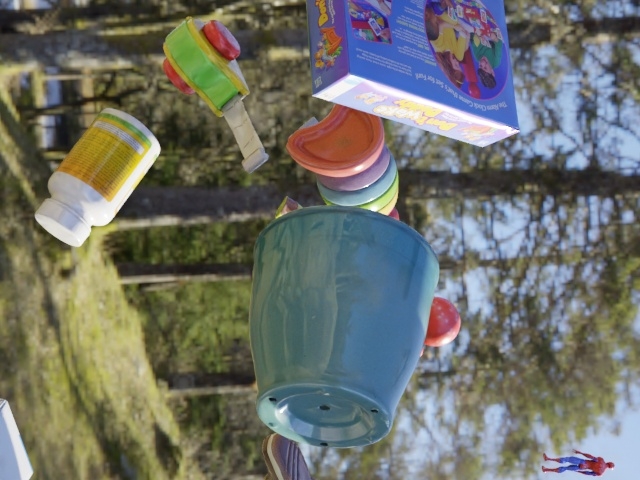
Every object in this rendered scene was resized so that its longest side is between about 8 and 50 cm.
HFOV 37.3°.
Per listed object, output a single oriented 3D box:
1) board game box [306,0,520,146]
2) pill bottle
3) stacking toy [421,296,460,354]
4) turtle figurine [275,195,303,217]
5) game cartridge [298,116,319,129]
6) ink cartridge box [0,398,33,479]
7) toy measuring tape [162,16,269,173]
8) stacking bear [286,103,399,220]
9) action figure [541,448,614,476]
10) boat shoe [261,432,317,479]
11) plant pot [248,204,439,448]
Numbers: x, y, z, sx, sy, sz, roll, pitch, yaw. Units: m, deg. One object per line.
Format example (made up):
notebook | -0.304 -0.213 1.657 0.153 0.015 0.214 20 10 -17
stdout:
board game box | 0.137 -0.288 1.371 0.078 0.347 0.234 -22 -115 47
pill bottle | -0.421 -0.115 1.774 0.246 0.136 0.136 -58 172 -23
stacking toy | 0.098 0.197 1.715 0.141 0.330 0.141 58 9 -15
turtle figurine | 0.000 0.000 2.140 0.087 0.217 0.270 -34 -142 57
game cartridge | -0.012 -0.246 2.258 0.083 0.056 0.017 51 2 -9
ink cartridge box | -0.492 0.272 1.236 0.082 0.190 0.140 -69 158 -53
toy measuring tape | -0.164 -0.236 1.404 0.121 0.121 0.330 94 -21 -46
stacking bear | 0.075 -0.099 1.806 0.164 0.175 0.289 45 -14 40
action figure | 0.418 0.361 1.531 0.030 0.115 0.038 -72 165 -77
boat shoe | -0.074 0.485 1.902 0.095 0.095 0.258 -74 147 -48
plant pot | 0.021 0.135 1.303 0.272 0.271 0.255 96 2 -54
